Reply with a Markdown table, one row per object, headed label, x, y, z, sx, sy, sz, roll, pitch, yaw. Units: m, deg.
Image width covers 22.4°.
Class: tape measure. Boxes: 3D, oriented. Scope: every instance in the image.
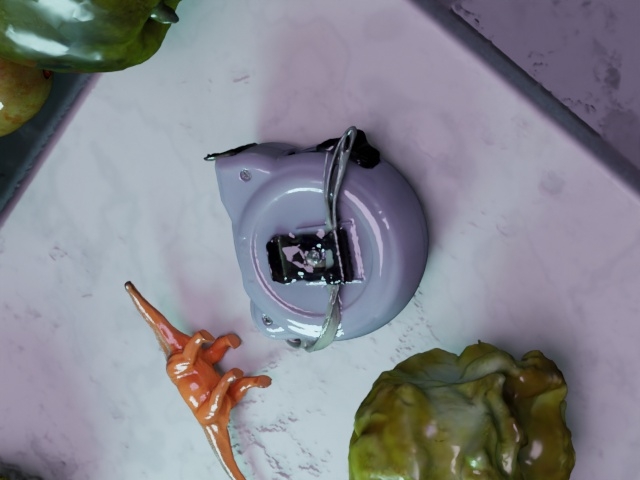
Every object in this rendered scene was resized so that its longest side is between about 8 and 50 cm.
| label | x | y | z | sx | sy | sz | roll | pitch | yaw |
| --- | --- | --- | --- | --- | --- | --- | --- | --- | --- |
| tape measure | 0.003 | -0.003 | 1.424 | 0.178 | 0.105 | 0.196 | -14 | 97 | 25 |

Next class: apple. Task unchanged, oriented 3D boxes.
| label | x | y | z | sx | sy | sz | roll | pitch | yaw |
| --- | --- | --- | --- | --- | --- | --- | --- | --- | --- |
| apple | -0.316 | -0.160 | 1.518 | 0.126 | 0.102 | 0.126 | 6 | 105 | 22 |

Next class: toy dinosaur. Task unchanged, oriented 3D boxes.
| label | x | y | z | sx | sy | sz | roll | pitch | yaw |
| --- | --- | --- | --- | --- | --- | --- | --- | --- | --- |
| toy dinosaur | -0.095 | 0.148 | 1.536 | 0.101 | 0.055 | 0.280 | -36 | 90 | 36 |

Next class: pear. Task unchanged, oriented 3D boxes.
| label | x | y | z | sx | sy | sz | roll | pitch | yaw |
| --- | --- | --- | --- | --- | --- | --- | --- | --- | --- |
| pear | -0.247 | -0.287 | 1.377 | 0.321 | 0.269 | 0.269 | 43 | 116 | -1 |

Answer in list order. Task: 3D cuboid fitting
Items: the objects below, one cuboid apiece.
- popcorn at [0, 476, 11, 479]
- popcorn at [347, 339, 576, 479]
| label | x | y | z | sx | sy | sz | roll | pitch | yaw |
| --- | --- | --- | --- | --- | --- | --- | --- | --- | --- |
| popcorn | -0.350 | 0.336 | 1.635 | 0.233 | 0.192 | 0.266 | 45 | 141 | -10 |
| popcorn | 0.116 | 0.189 | 1.360 | 0.183 | 0.221 | 0.204 | -8 | 112 | 30 |
